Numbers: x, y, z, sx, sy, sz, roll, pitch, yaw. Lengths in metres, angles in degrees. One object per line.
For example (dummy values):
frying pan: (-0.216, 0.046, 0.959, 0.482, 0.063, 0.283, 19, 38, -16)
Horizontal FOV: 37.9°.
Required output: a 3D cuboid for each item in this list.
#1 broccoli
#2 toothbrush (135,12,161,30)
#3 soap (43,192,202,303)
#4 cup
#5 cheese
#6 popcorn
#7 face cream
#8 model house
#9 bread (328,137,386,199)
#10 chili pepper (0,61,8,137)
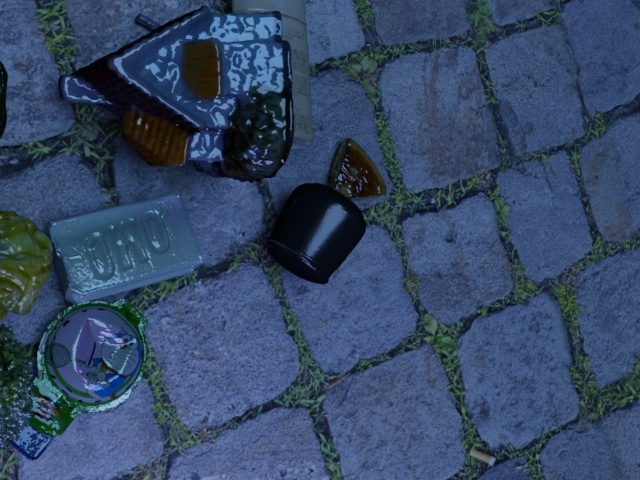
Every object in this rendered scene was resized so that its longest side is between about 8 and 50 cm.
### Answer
broccoli: (-0.621, 0.270, 1.485, 0.375, 0.302, 0.249, -35, 130, 0)
toothbrush: (-0.208, -0.362, 1.865, 0.354, 0.024, 0.029, 26, 69, -27)
soap: (-0.359, 0.013, 1.693, 0.261, 0.094, 0.150, -16, 76, -31)
cup: (0.000, 0.000, 1.903, 0.176, 0.169, 0.223, -59, 145, -15)
cheese: (-0.433, 0.241, 1.662, 0.204, 0.083, 0.320, 48, 64, -20)
popcorn: (-0.547, 0.041, 1.558, 0.167, 0.186, 0.187, 44, 39, -64)
face cream: (-0.098, -0.362, 1.875, 0.174, 0.081, 0.348, 3, 78, -34)
model house: (-0.266, -0.254, 1.630, 0.339, 0.360, 0.297, 0, 95, -26)
bread: (0.066, -0.152, 1.999, 0.154, 0.054, 0.135, -11, 94, -36)
chili pepper: (-0.616, -0.191, 1.591, 0.122, 0.065, 0.279, 43, 65, -12)
